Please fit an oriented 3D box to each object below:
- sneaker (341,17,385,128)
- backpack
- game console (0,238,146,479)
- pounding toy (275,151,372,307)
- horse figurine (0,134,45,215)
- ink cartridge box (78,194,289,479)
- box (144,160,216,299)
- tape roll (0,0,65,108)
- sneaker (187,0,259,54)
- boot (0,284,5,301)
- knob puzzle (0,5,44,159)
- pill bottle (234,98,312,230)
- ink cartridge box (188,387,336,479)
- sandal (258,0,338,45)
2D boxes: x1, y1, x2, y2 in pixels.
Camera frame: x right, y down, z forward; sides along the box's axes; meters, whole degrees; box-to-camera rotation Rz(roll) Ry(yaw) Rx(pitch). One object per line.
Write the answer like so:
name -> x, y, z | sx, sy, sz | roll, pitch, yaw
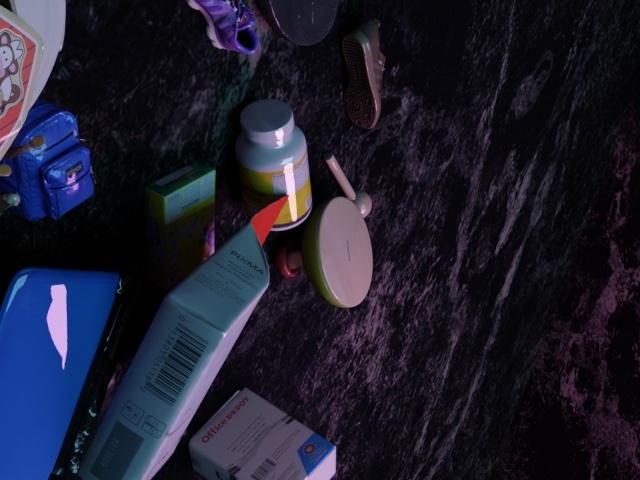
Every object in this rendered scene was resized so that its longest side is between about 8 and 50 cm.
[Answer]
sneaker -> 0.080, -0.262, 1.756 | 0.071, 0.066, 0.188 | -45, 148, -31
backpack -> -0.305, -0.094, 1.234 | 0.098, 0.101, 0.120 | -46, 147, -41
game console -> -0.342, 0.144, 1.347 | 0.173, 0.250, 0.293 | 18, 101, -24
pounding toy -> 0.000, 0.000, 1.841 | 0.183, 0.110, 0.237 | 41, 48, -50
horse figurine -> -0.395, -0.052, 1.094 | 0.263, 0.174, 0.066 | -15, 88, -46
ink cartridge box -> -0.145, 0.133, 1.478 | 0.308, 0.091, 0.385 | -60, 172, 28
box -> -0.194, -0.012, 1.546 | 0.105, 0.043, 0.179 | -33, 138, -43
tape roll -> -0.368, -0.204, 0.963 | 0.246, 0.169, 0.246 | -38, 143, -37
sneaker -> -0.116, -0.299, 1.398 | 0.068, 0.071, 0.170 | -55, 150, -14
boot -> -0.442, 0.146, 1.215 | 0.246, 0.083, 0.161 | -67, 157, 3
knob puzzle -> -0.303, -0.120, 0.932 | 0.213, 0.030, 0.213 | -39, 144, -37
pill bottle -> -0.069, -0.110, 1.603 | 0.103, 0.103, 0.184 | -44, 146, -31
ink cartridge box -> -0.097, 0.362, 1.856 | 0.148, 0.203, 0.086 | -43, 148, -32
sandal -> -0.003, -0.438, 1.427 | 0.167, 0.107, 0.446 | -38, 144, -37
